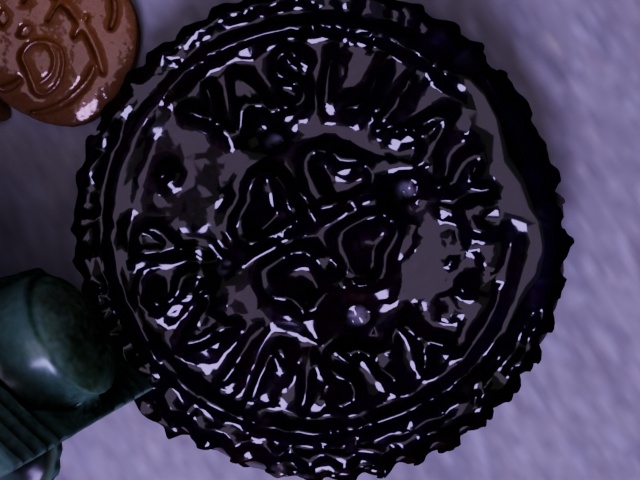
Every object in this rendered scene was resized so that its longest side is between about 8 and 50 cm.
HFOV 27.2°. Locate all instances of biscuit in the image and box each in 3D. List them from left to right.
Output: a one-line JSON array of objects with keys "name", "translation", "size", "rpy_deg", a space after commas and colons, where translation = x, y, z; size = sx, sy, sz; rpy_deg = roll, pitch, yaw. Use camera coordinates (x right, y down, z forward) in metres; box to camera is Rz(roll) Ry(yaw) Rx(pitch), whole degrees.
[{"name": "biscuit", "translation": [-0.118, -0.083, 0.524], "size": [0.091, 0.015, 0.078], "rpy_deg": [30, 96, 2]}, {"name": "biscuit", "translation": [0.000, 0.000, 0.503], "size": [0.194, 0.053, 0.194], "rpy_deg": [0, 94, 5]}]

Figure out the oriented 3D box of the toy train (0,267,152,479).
[{"name": "toy train", "translation": [-0.232, 0.073, 0.470], "size": [0.330, 0.138, 0.178], "rpy_deg": [-29, 88, 15]}]
